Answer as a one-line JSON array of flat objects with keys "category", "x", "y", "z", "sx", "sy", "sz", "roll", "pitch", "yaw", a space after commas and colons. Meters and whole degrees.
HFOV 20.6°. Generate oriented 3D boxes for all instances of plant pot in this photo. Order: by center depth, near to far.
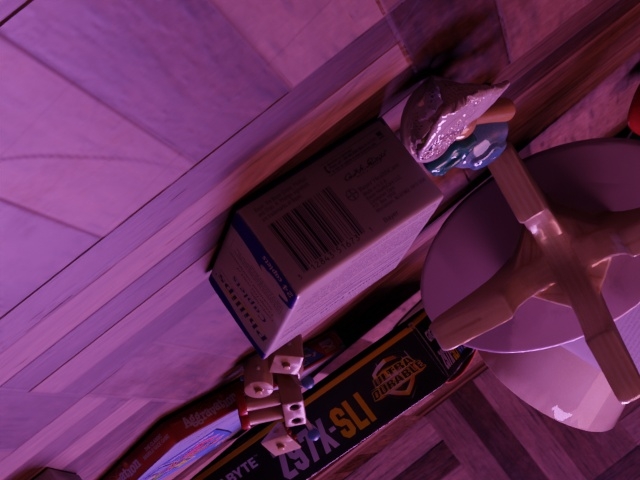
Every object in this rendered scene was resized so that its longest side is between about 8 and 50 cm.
[{"category": "plant pot", "x": 0.410, "y": 0.101, "z": 2.654, "sx": 0.274, "sy": 0.256, "sz": 0.256, "roll": -60, "pitch": 161, "yaw": 23}]

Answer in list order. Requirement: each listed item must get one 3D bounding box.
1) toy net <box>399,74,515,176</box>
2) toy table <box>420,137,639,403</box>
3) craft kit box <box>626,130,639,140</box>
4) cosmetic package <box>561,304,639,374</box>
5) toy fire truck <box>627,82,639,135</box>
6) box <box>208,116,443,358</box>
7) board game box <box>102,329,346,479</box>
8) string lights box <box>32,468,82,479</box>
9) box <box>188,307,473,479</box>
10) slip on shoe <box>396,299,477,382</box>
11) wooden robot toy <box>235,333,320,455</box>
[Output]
[{"category": "toy net", "x": 0.078, "y": -0.072, "z": 1.218, "sx": 0.122, "sy": 0.045, "sz": 0.232, "roll": -36, "pitch": 168, "yaw": 2}, {"category": "toy table", "x": 0.216, "y": 0.019, "z": 1.589, "sx": 0.274, "sy": 0.252, "sz": 0.161, "roll": -40, "pitch": -176, "yaw": 12}, {"category": "craft kit box", "x": 0.333, "y": -0.010, "z": 2.097, "sx": 0.250, "sy": 0.061, "sz": 0.246, "roll": -57, "pitch": 167, "yaw": -2}, {"category": "cosmetic package", "x": 0.434, "y": 0.081, "z": 2.062, "sx": 0.224, "sy": 0.225, "sz": 0.138, "roll": -46, "pitch": 164, "yaw": -48}, {"category": "toy fire truck", "x": 0.441, "y": -0.190, "z": 1.676, "sx": 0.302, "sy": 0.169, "sz": 0.253, "roll": -27, "pitch": 141, "yaw": -48}, {"category": "box", "x": 0.000, "y": 0.000, "z": 1.180, "sx": 0.126, "sy": 0.072, "sz": 0.137, "roll": -34, "pitch": 168, "yaw": -22}, {"category": "board game box", "x": -0.099, "y": 0.179, "z": 1.767, "sx": 0.281, "sy": 0.027, "sz": 0.145, "roll": -25, "pitch": 163, "yaw": -52}, {"category": "string lights box", "x": -0.302, "y": 0.305, "z": 1.502, "sx": 0.260, "sy": 0.076, "sz": 0.133, "roll": -37, "pitch": 169, "yaw": -4}, {"category": "box", "x": 0.017, "y": 0.189, "z": 1.944, "sx": 0.322, "sy": 0.079, "sz": 0.257, "roll": -36, "pitch": 179, "yaw": 15}, {"category": "slip on shoe", "x": 0.198, "y": 0.067, "z": 2.078, "sx": 0.123, "sy": 0.101, "sz": 0.331, "roll": -27, "pitch": 165, "yaw": -37}, {"category": "wooden robot toy", "x": -0.044, "y": 0.131, "z": 1.677, "sx": 0.076, "sy": 0.079, "sz": 0.173, "roll": -5, "pitch": 141, "yaw": 0}]
